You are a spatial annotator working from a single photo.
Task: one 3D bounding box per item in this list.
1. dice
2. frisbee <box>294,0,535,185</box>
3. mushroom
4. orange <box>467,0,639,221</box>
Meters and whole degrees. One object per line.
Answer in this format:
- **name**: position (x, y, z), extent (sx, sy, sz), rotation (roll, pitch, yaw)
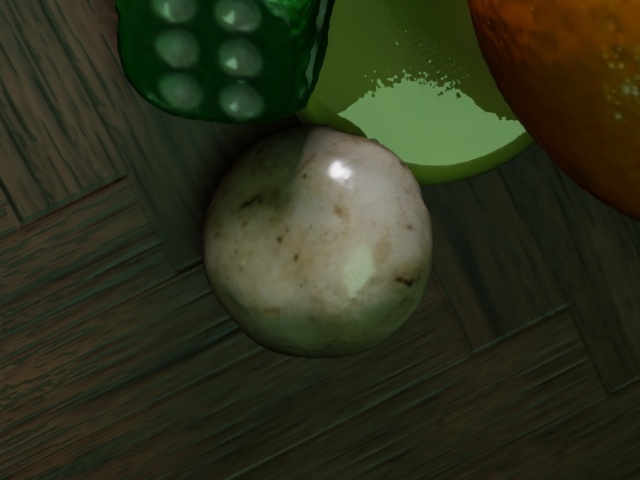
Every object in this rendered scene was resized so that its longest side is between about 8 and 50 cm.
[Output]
- **dice**: position (-0.061, -0.158, 1.241), extent (0.131, 0.120, 0.128), rotation (12, 135, 7)
- **frisbee**: position (0.083, -0.149, 1.348), extent (0.236, 0.017, 0.236), rotation (-4, 109, -10)
- **mushroom**: position (0.000, 0.000, 1.321), extent (0.166, 0.127, 0.166), rotation (0, 91, 20)
- **orange**: position (0.283, -0.196, 1.206), extent (0.424, 0.326, 0.424), rotation (-11, 114, -25)
